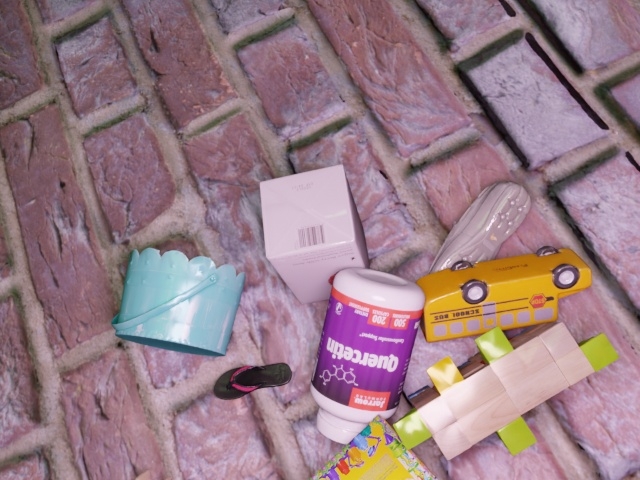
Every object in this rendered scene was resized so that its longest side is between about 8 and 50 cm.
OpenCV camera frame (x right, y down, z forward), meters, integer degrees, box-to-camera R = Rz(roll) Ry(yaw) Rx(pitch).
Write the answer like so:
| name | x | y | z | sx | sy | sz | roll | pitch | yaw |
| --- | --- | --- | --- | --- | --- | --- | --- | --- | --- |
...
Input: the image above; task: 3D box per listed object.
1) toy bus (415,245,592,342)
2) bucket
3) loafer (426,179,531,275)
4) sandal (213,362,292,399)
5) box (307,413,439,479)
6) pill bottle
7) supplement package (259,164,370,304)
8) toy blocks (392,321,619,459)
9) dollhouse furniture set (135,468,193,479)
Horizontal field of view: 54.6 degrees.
| name | x | y | z | sx | sy | sz | roll | pitch | yaw |
| --- | --- | --- | --- | --- | --- | --- | --- | --- | --- |
| toy bus | 0.365 | 0.108 | 1.255 | 0.333 | 0.130 | 0.108 | -10 | 22 | 1 |
| bucket | -0.307 | 0.142 | 1.352 | 0.281 | 0.281 | 0.183 | 5 | 72 | 15 |
| loafer | 0.329 | 0.004 | 1.358 | 0.319 | 0.112 | 0.111 | -49 | 26 | -3 |
| sandal | -0.153 | 0.303 | 1.364 | 0.179 | 0.040 | 0.067 | -15 | 64 | 7 |
| box | 0.107 | 0.524 | 1.082 | 0.290 | 0.177 | 0.279 | -41 | 41 | -6 |
| pill bottle | 0.084 | 0.226 | 1.218 | 0.182 | 0.181 | 0.322 | 15 | 100 | 19 |
| supplement package | 0.000 | 0.000 | 1.320 | 0.178 | 0.293 | 0.175 | -12 | 64 | 8 |
| toy blocks | 0.317 | 0.268 | 1.157 | 0.382 | 0.261 | 0.190 | -31 | 80 | -1 |
| dollhouse furniture set | -0.285 | 0.581 | 1.174 | 0.262 | 0.259 | 0.135 | 9 | 103 | 18 |
